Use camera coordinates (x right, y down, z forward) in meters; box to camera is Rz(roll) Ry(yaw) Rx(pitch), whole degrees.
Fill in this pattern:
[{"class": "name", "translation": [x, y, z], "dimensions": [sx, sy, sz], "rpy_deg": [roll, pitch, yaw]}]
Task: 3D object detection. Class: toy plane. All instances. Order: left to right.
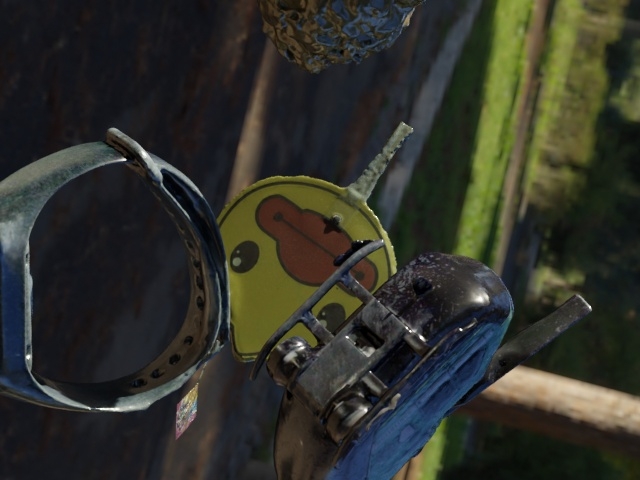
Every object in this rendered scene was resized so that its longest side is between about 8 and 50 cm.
[{"class": "toy plane", "translation": [0.013, 0.135, 0.905], "dimensions": [0.382, 0.106, 0.155], "rpy_deg": [-46, 144, -5]}]

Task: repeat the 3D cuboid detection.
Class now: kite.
[{"class": "kite", "translation": [-0.100, 0.125, 1.106], "dimensions": [0.044, 0.002, 0.078], "rpy_deg": [85, 27, -48]}]

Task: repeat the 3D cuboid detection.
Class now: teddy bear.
[{"class": "teddy bear", "translation": [0.008, -0.261, 1.043], "dimensions": [0.156, 0.267, 0.256], "rpy_deg": [-16, 87, -34]}]

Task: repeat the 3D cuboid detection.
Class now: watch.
[{"class": "watch", "translation": [-0.155, 0.024, 0.982], "dimensions": [0.193, 0.068, 0.206], "rpy_deg": [-9, 114, -30]}]

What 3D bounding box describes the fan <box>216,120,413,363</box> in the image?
[{"class": "fan", "translation": [0.000, 0.000, 1.573], "dimensions": [0.335, 0.229, 0.011], "rpy_deg": [-54, 170, -5]}]
